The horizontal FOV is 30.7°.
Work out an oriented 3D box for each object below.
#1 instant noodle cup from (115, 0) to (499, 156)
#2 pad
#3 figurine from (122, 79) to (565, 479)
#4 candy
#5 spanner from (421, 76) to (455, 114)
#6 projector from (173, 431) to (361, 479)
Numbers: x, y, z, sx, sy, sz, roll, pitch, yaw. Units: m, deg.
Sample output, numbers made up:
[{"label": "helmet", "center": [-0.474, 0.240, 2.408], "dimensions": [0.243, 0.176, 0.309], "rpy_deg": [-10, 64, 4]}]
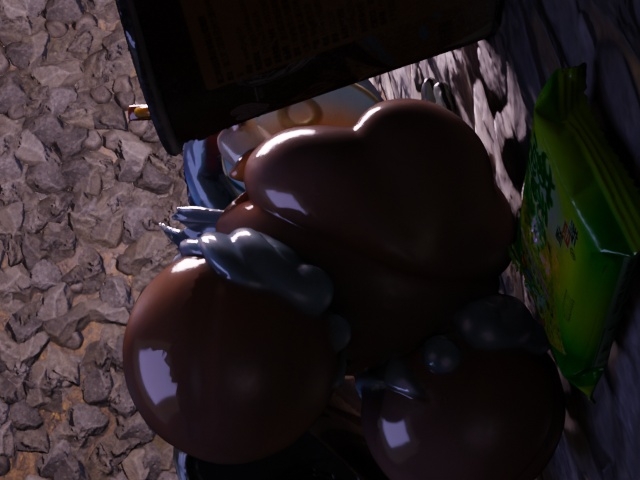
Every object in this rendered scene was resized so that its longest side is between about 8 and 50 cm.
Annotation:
[{"label": "instant noodle cup", "center": [-0.018, -0.176, 0.681], "dimensions": [0.217, 0.207, 0.217], "rpy_deg": [166, 90, -89]}, {"label": "pad", "center": [0.078, 0.189, 0.936], "dimensions": [0.330, 0.004, 0.220], "rpy_deg": [44, -172, -20]}, {"label": "figurine", "center": [-0.001, -0.001, 0.817], "dimensions": [0.388, 0.277, 0.248], "rpy_deg": [-137, 61, -70]}, {"label": "candy", "center": [0.121, 0.005, 0.562], "dimensions": [0.178, 0.032, 0.102], "rpy_deg": [81, 174, -62]}, {"label": "spanner", "center": [0.113, 0.009, 0.940], "dimensions": [0.071, 0.017, 0.302], "rpy_deg": [-118, 14, -62]}, {"label": "projector", "center": [0.013, 0.324, 1.416], "dimensions": [0.405, 0.242, 0.395], "rpy_deg": [-49, -58, -76]}]
